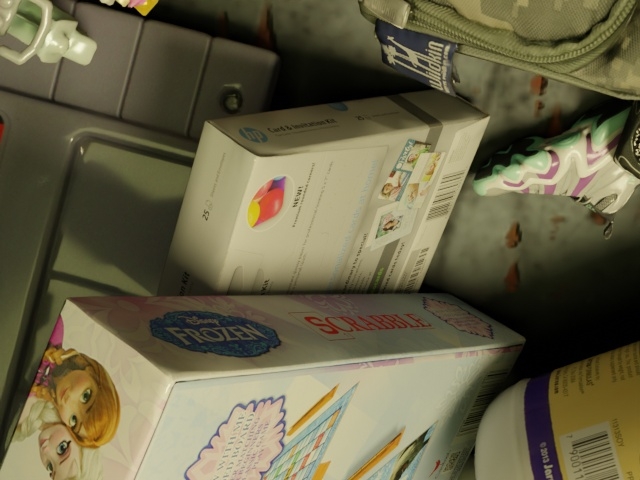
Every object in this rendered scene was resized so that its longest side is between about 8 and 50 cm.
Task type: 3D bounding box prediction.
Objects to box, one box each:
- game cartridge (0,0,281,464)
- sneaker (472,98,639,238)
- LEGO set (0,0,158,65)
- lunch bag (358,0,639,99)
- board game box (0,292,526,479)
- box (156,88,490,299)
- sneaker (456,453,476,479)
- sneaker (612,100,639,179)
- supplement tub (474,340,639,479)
[{"bbox_3d":[-0.176,0.042,0.619,0.230,0.068,0.355,14,92,-4],"label":"game cartridge"},{"bbox_3d":[0.139,-0.028,0.629,0.098,0.038,0.069,-23,110,18],"label":"sneaker"},{"bbox_3d":[-0.076,-0.206,0.509,0.132,0.107,0.287,18,105,-12],"label":"LEGO set"},{"bbox_3d":[0.155,-0.200,0.457,0.256,0.212,0.305,18,118,17],"label":"lunch bag"},{"bbox_3d":[-0.050,0.178,0.578,0.066,0.318,0.318,31,104,30],"label":"board game box"},{"bbox_3d":[0.000,0.000,0.587,0.038,0.186,0.145,35,122,28],"label":"box"},{"bbox_3d":[0.045,0.226,0.742,0.115,0.090,0.232,21,116,1],"label":"sneaker"},{"bbox_3d":[0.242,-0.048,0.572,0.178,0.077,0.072,2,107,-1],"label":"sneaker"},{"bbox_3d":[0.271,0.140,0.582,0.331,0.241,0.241,-22,111,17],"label":"supplement tub"}]
